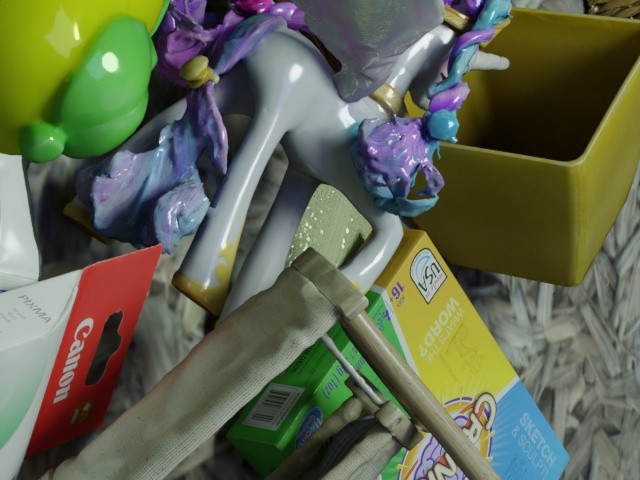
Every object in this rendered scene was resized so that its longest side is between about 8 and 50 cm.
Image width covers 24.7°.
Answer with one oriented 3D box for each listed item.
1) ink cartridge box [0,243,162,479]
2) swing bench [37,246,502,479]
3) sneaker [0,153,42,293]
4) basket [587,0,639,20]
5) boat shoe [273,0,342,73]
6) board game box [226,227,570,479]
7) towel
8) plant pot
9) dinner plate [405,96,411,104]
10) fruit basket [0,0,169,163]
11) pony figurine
[{"bbox_3d":[-0.192,0.108,0.956,0.224,0.056,0.181,-16,138,-47],"label":"ink cartridge box"},{"bbox_3d":[-0.039,0.164,1.032,0.253,0.165,0.255,-40,121,-4],"label":"swing bench"},{"bbox_3d":[-0.267,0.012,0.898,0.182,0.127,0.315,53,49,-28],"label":"sneaker"},{"bbox_3d":[0.476,-0.276,1.631,0.223,0.299,0.213,-12,93,-46],"label":"basket"},{"bbox_3d":[-0.021,-0.204,1.253,0.060,0.064,0.178,-24,104,-15],"label":"boat shoe"},{"bbox_3d":[0.082,0.182,1.290,0.242,0.064,0.316,-54,127,-27],"label":"board game box"},{"bbox_3d":[0.000,0.000,1.274,0.110,0.027,0.148,44,56,-36],"label":"towel"},{"bbox_3d":[0.192,-0.080,1.373,0.212,0.212,0.187,-55,143,-36],"label":"plant pot"},{"bbox_3d":[0.051,-0.189,1.357,0.141,0.017,0.141,7,81,-47],"label":"dinner plate"},{"bbox_3d":[-0.186,-0.226,0.832,0.392,0.392,0.283,12,110,-47],"label":"fruit basket"},{"bbox_3d":[-0.025,-0.122,1.108,0.351,0.303,0.363,41,79,-37],"label":"pony figurine"}]
